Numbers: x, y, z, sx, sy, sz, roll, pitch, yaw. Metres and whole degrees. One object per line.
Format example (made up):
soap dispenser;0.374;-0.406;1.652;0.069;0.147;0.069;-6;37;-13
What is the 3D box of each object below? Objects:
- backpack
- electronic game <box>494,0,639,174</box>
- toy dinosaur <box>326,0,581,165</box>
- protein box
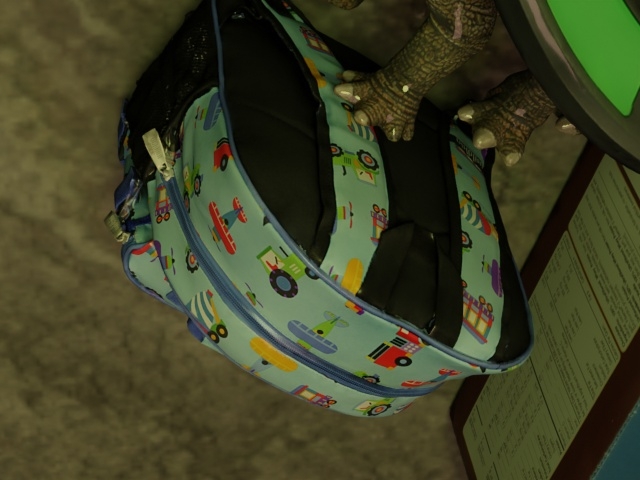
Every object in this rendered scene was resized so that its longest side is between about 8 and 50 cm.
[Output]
backpack;0.000;0.000;0.610;0.158;0.173;0.117;30;118;-28
electronic game;0.135;-0.129;0.508;0.229;0.048;0.229;-3;96;-34
toy dinosaur;0.094;-0.111;0.575;0.313;0.121;0.160;24;127;-21
protein box;0.195;0.069;0.715;0.199;0.136;0.201;12;125;-17
